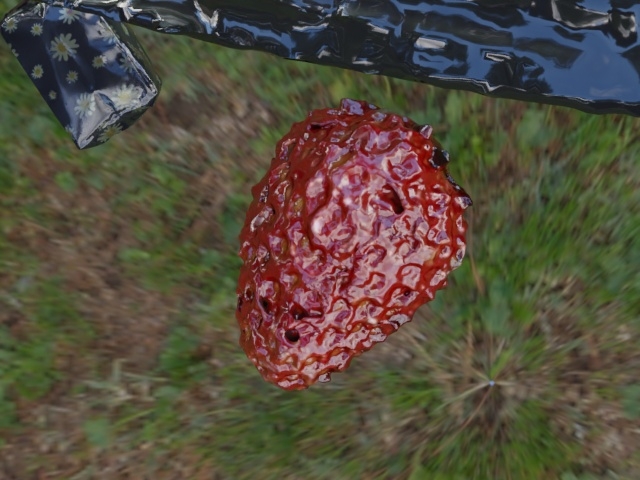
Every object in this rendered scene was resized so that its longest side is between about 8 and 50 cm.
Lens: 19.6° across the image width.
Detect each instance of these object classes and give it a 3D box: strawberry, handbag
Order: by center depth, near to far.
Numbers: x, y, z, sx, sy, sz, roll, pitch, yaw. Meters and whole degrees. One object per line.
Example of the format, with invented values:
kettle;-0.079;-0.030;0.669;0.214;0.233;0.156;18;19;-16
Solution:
handbag;-0.155;-0.137;1.341;0.072;0.139;0.115;-34;92;18
strawberry;0.000;0.000;1.434;0.190;0.111;0.236;29;89;29

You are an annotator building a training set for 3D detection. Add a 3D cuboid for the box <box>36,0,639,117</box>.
box;0.107;-0.140;0.558;0.359;0.350;0.091;15;122;26
